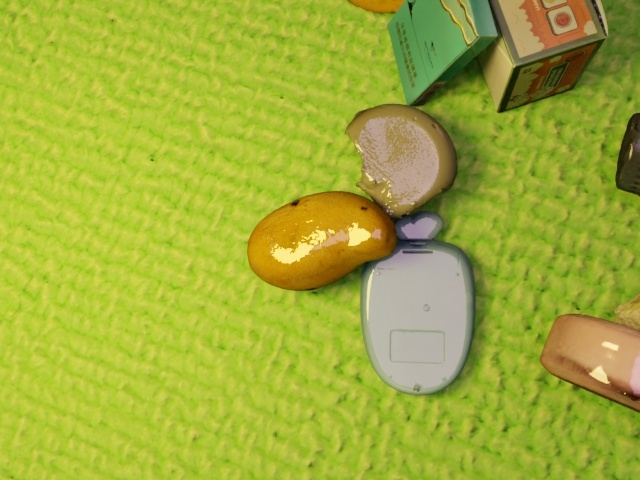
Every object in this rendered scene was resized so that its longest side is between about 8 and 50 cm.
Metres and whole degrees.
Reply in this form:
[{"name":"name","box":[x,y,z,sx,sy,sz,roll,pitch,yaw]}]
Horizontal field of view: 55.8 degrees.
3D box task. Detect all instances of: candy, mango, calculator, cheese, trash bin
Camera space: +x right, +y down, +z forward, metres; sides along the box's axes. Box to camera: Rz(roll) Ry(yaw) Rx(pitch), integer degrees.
[{"name":"candy","box":[0.433,0.183,0.833,0.255,0.255,0.094,23,86,11]},{"name":"mango","box":[0.001,0.002,0.995,0.262,0.109,0.157,-9,70,18]},{"name":"calculator","box":[0.159,0.100,0.997,0.189,0.042,0.302,-1,85,10]},{"name":"cheese","box":[0.129,-0.143,1.013,0.175,0.091,0.202,-35,77,4]},{"name":"trash bin","box":[0.543,-0.122,0.917,0.161,0.175,0.175,11,84,21]}]

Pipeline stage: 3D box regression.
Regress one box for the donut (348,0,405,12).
[{"name":"donut","box":[0.129,-0.560,1.063,0.303,0.110,0.302,-1,82,8]}]

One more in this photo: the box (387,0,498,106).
[{"name":"box","box":[0.186,-0.337,0.966,0.042,0.229,0.161,-9,79,-20]}]

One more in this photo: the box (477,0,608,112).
[{"name":"box","box":[0.332,-0.333,0.954,0.148,0.195,0.177,-18,79,6]}]

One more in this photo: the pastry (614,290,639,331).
[{"name":"pastry","box":[0.557,0.064,0.900,0.258,0.121,0.089,-37,110,-14]}]
